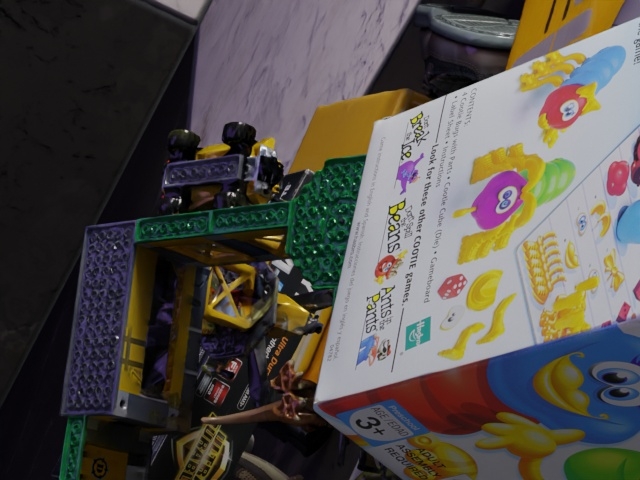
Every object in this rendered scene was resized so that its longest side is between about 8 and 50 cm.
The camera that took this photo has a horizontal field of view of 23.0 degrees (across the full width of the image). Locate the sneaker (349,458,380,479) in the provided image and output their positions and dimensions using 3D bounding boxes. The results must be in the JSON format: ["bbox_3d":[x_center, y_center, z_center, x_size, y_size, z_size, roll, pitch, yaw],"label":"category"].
[{"bbox_3d":[0.052,0.108,1.073,0.190,0.083,0.071,-60,18,28],"label":"sneaker"}]

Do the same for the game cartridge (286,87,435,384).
[{"bbox_3d":[0.000,0.000,1.497,0.285,0.053,0.324,-67,12,-3],"label":"game cartridge"}]

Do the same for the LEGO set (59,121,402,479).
[{"bbox_3d":[-0.001,0.124,0.761,0.255,0.192,0.331,-14,67,35],"label":"LEGO set"}]

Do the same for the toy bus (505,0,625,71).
[{"bbox_3d":[0.188,-0.135,0.924,0.130,0.108,0.332,-33,36,62],"label":"toy bus"}]

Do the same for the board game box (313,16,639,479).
[{"bbox_3d":[0.156,0.007,0.556,0.275,0.142,0.144,-19,43,37],"label":"board game box"}]

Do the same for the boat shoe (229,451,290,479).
[{"bbox_3d":[-0.067,0.210,1.004,0.355,0.130,0.132,20,90,50],"label":"boat shoe"}]

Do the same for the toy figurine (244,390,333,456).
[{"bbox_3d":[-0.117,0.176,1.268,0.209,0.148,0.213,-6,-52,-59],"label":"toy figurine"}]

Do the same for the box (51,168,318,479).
[{"bbox_3d":[-0.074,0.066,0.984,0.175,0.051,0.220,-11,49,64],"label":"box"}]

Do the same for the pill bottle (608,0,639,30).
[{"bbox_3d":[0.192,-0.063,0.751,0.229,0.131,0.131,-63,15,10],"label":"pill bottle"}]

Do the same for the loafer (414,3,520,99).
[{"bbox_3d":[0.122,-0.135,1.227,0.267,0.096,0.084,-104,20,-77],"label":"loafer"}]
